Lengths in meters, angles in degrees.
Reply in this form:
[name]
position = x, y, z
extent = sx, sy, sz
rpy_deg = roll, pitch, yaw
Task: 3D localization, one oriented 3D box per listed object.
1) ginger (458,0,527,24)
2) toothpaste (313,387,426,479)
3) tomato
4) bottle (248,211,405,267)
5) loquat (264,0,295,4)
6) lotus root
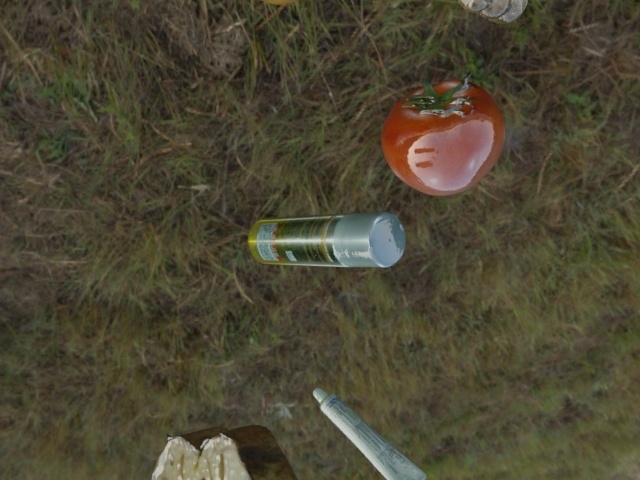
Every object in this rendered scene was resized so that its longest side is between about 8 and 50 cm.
[ginger]
position = 0.409, -0.571, 1.351
extent = 0.204, 0.080, 0.104
rpy_deg = -2, 174, -42
[toothpaste]
position = 0.061, 0.279, 0.802
extent = 0.048, 0.197, 0.029
rpy_deg = -34, 150, -34
[tomato]
position = 0.257, -0.218, 1.186
extent = 0.255, 0.256, 0.225
rpy_deg = -20, 131, 5
[bottle]
position = 0.000, 0.000, 0.882
extent = 0.082, 0.082, 0.286
rpy_deg = 20, 166, -40
[loquat]
position = -0.091, -0.576, 1.097
extent = 0.193, 0.238, 0.238
rpy_deg = -18, 147, -17
[lotus root]
position = -0.182, 0.525, 1.027
extent = 0.390, 0.376, 0.111
rpy_deg = -4, 167, 44
